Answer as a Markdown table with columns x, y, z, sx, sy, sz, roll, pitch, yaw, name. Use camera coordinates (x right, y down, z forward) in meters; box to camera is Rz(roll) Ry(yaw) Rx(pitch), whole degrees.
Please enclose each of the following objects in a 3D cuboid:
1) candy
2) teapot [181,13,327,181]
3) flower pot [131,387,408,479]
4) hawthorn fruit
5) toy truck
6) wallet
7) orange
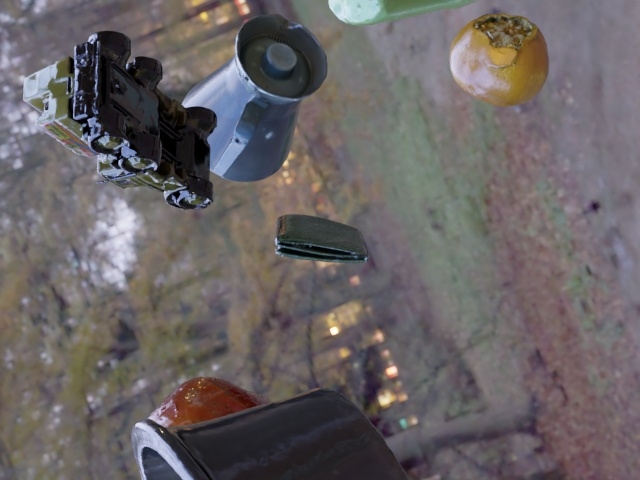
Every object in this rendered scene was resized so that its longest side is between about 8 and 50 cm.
| x | y | z | sx | sy | sz | roll | pitch | yaw | name |
| --- | --- | --- | --- | --- | --- | --- | --- | --- | --- |
| 0.162 | -0.458 | 2.076 | 0.142 | 0.343 | 0.132 | -6 | 101 | 47 | candy |
| -0.096 | -0.184 | 1.632 | 0.225 | 0.171 | 0.203 | -49 | 18 | 56 | teapot |
| -0.022 | 0.204 | 0.881 | 0.235 | 0.148 | 0.235 | 46 | 152 | 33 | flower pot |
| -0.128 | 0.343 | 1.849 | 0.254 | 0.300 | 0.254 | -1 | -89 | -53 | hawthorn fruit |
| -0.215 | -0.120 | 1.343 | 0.257 | 0.127 | 0.127 | 33 | -133 | -56 | toy truck |
| 0.000 | 0.003 | 2.054 | 0.236 | 0.160 | 0.055 | -95 | 12 | -77 | wallet |
| 0.274 | -0.278 | 1.798 | 0.154 | 0.155 | 0.134 | -111 | 39 | -64 | orange |
